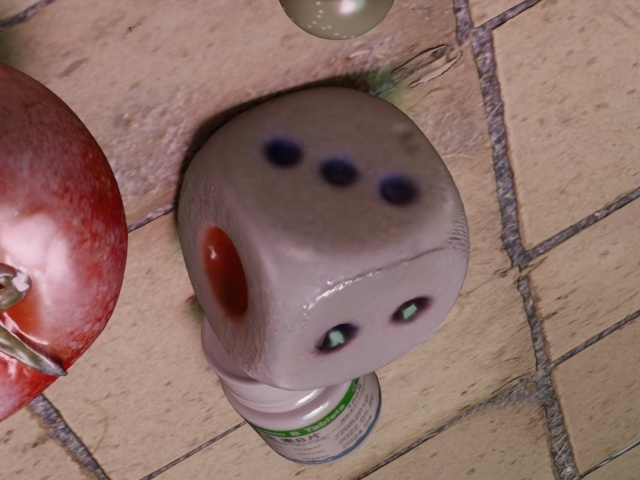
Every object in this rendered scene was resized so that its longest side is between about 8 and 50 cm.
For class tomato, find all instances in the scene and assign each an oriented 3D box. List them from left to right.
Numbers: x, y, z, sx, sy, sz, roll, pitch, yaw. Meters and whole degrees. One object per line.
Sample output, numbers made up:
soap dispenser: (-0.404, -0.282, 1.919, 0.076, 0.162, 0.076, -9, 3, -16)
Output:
tomato: (-0.269, -0.001, 1.214, 0.270, 0.227, 0.270, -17, 130, -22)

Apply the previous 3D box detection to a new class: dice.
dice: (0.000, 0.000, 1.525, 0.192, 0.193, 0.194, -16, 147, -25)

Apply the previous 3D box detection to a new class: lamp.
lamp: (0.019, -0.187, 1.371, 0.091, 0.091, 0.163, -34, 169, 4)

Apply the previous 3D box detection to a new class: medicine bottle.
medicine bottle: (-0.027, 0.125, 1.760, 0.139, 0.139, 0.237, -31, 154, -1)
